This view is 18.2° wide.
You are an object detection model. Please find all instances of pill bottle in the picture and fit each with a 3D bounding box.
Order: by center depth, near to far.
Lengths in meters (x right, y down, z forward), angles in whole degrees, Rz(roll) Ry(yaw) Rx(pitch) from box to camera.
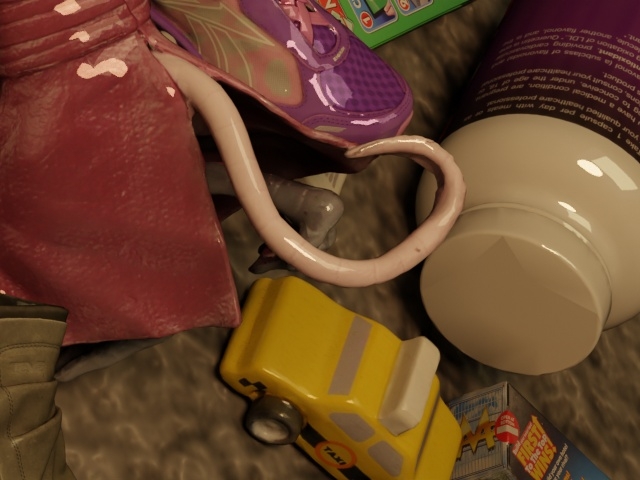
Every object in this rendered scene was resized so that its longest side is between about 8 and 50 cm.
[{"bbox_3d":[0.178,-0.059,1.405,0.181,0.181,0.323,49,43,-19],"label":"pill bottle"}]

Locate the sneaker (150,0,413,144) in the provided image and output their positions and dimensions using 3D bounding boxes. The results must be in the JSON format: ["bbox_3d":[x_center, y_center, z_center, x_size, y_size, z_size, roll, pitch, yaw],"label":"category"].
[{"bbox_3d":[-0.043,-0.141,1.181,0.236,0.104,0.095,36,48,5],"label":"sneaker"}]

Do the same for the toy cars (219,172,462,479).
[{"bbox_3d":[0.000,0.000,1.254,0.176,0.087,0.394,-12,80,-50],"label":"toy cars"}]

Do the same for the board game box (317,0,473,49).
[{"bbox_3d":[-0.017,-0.284,1.406,0.213,0.046,0.317,-30,95,-49],"label":"board game box"}]

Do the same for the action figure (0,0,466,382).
[{"bbox_3d":[-0.138,-0.110,1.035,0.248,0.275,0.370,-42,118,-42],"label":"action figure"}]

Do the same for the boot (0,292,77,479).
[{"bbox_3d":[-0.140,0.107,1.005,0.246,0.083,0.161,8,89,-50],"label":"boot"}]

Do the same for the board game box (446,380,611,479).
[{"bbox_3d":[0.139,0.203,1.330,0.194,0.060,0.194,53,42,-14],"label":"board game box"}]
